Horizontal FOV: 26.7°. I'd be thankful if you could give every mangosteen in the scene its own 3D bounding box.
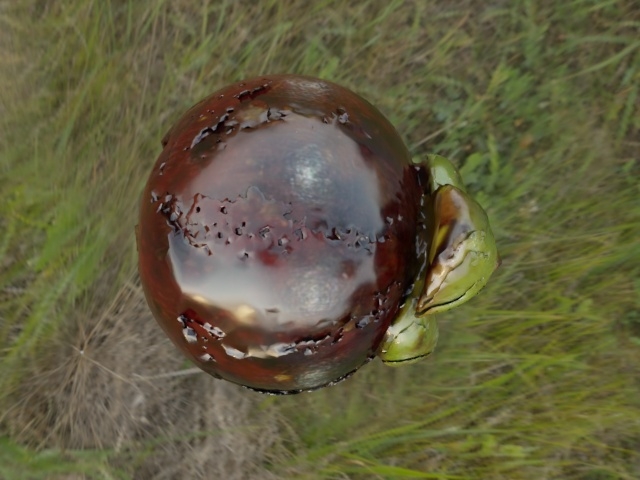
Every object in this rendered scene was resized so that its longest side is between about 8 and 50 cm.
[{"bbox_3d":[0.000,0.000,0.672,0.180,0.166,0.166,12,83,4],"label":"mangosteen"}]
